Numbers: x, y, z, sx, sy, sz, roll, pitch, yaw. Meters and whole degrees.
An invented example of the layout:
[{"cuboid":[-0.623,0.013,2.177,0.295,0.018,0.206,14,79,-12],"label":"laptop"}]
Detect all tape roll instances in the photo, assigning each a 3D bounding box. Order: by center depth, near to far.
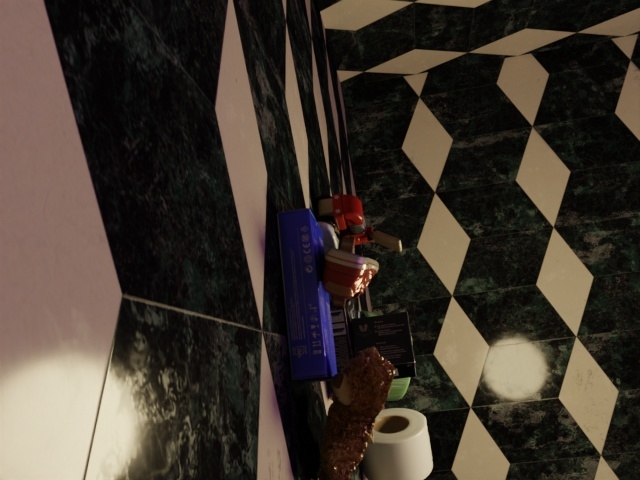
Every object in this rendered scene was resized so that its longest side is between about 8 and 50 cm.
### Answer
[{"cuboid":[0.257,0.712,2.138,0.246,0.246,0.169,-64,144,-77],"label":"tape roll"}]

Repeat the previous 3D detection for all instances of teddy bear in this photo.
[{"cuboid":[0.049,0.378,1.273,0.337,0.113,0.245,105,7,-45],"label":"teddy bear"}]

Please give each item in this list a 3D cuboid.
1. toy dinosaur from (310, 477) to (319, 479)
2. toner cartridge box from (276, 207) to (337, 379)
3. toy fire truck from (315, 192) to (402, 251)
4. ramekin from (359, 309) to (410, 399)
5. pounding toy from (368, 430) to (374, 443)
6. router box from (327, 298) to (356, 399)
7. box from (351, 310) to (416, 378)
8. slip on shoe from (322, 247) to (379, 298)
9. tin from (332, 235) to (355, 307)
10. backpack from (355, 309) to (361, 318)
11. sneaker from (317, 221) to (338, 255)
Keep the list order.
[{"cuboid":[-0.025,0.475,1.055,0.211,0.064,0.112,65,34,-36],"label":"toy dinosaur"},{"cuboid":[-0.027,0.122,1.314,0.165,0.075,0.347,63,20,-72],"label":"toner cartridge box"},{"cuboid":[0.122,-0.040,1.955,0.217,0.247,0.158,72,11,-51],"label":"toy fire truck"},{"cuboid":[0.198,0.388,2.046,0.303,0.148,0.303,-174,-90,-82],"label":"ramekin"},{"cuboid":[0.114,0.506,1.865,0.181,0.094,0.205,70,15,-57],"label":"pounding toy"},{"cuboid":[0.064,0.298,1.771,0.309,0.081,0.242,3,78,-82],"label":"router box"},{"cuboid":[0.171,0.288,1.666,0.093,0.156,0.158,73,12,-52],"label":"box"},{"cuboid":[0.060,0.076,1.369,0.331,0.123,0.101,12,93,-83],"label":"slip on shoe"},{"cuboid":[0.061,0.080,1.601,0.106,0.040,0.189,-25,123,-80],"label":"tin"},{"cuboid":[0.091,0.265,2.004,0.105,0.084,0.114,75,6,-58],"label":"backpack"},{"cuboid":[0.000,0.000,1.566,0.255,0.094,0.151,88,5,-53],"label":"sneaker"}]
